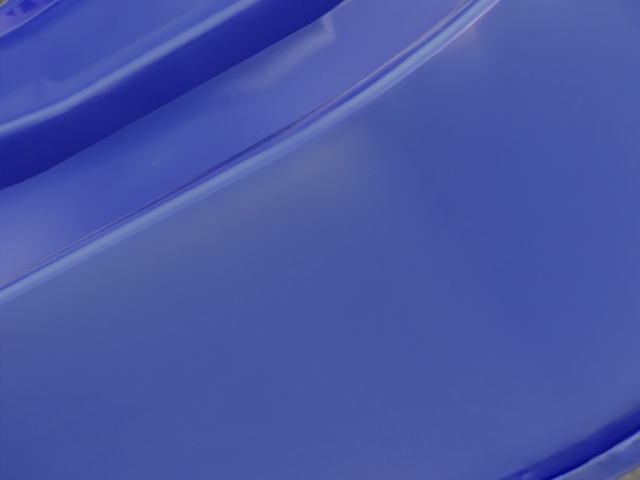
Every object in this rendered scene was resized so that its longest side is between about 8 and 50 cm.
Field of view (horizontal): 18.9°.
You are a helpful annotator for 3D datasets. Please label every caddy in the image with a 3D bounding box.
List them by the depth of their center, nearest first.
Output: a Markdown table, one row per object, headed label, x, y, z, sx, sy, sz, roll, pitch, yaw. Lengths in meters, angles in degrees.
| label | x | y | z | sx | sy | sz | roll | pitch | yaw |
| --- | --- | --- | --- | --- | --- | --- | --- | --- | --- |
| caddy | 0.000 | 0.000 | 0.603 | 0.341 | 0.179 | 0.241 | -27 | 28 | 20 |
